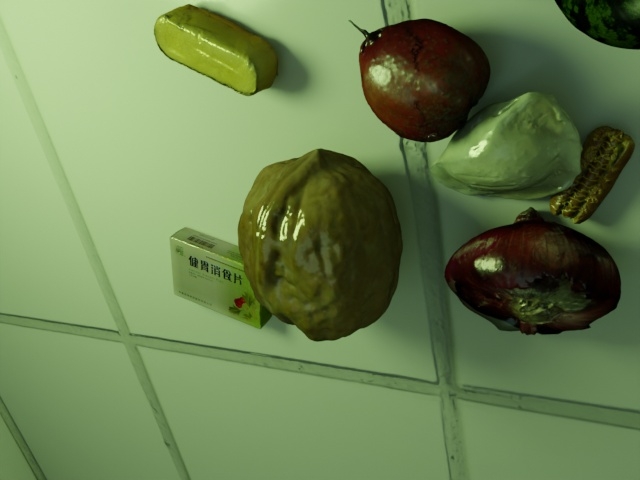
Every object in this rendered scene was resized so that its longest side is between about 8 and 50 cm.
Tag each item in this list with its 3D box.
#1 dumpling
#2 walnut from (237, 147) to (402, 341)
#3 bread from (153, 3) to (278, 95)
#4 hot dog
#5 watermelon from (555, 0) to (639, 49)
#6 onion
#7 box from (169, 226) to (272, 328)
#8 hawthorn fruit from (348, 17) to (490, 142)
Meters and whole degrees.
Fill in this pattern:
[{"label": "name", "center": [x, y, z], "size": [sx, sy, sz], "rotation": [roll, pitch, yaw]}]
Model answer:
[{"label": "dumpling", "center": [0.292, -0.123, 0.869], "size": [0.179, 0.131, 0.252], "rotation": [32, 143, -18]}, {"label": "walnut", "center": [-0.003, 0.001, 1.004], "size": [0.306, 0.306, 0.344], "rotation": [11, 115, 24]}, {"label": "bread", "center": [-0.190, -0.352, 1.027], "size": [0.245, 0.094, 0.102], "rotation": [29, 137, 13]}, {"label": "hot dog", "center": [0.418, -0.100, 0.852], "size": [0.071, 0.045, 0.165], "rotation": [29, 129, 15]}, {"label": "watermelon", "center": [0.374, -0.351, 0.607], "size": [0.269, 0.269, 0.269], "rotation": [14, 123, 22]}, {"label": "onion", "center": [0.348, 0.044, 0.913], "size": [0.272, 0.195, 0.272], "rotation": [16, 159, 6]}, {"label": "box", "center": [-0.237, 0.089, 1.327], "size": [0.260, 0.062, 0.175], "rotation": [19, 125, 20]}, {"label": "hawthorn fruit", "center": [0.139, -0.264, 0.841], "size": [0.235, 0.181, 0.181], "rotation": [43, 129, 1]}]
